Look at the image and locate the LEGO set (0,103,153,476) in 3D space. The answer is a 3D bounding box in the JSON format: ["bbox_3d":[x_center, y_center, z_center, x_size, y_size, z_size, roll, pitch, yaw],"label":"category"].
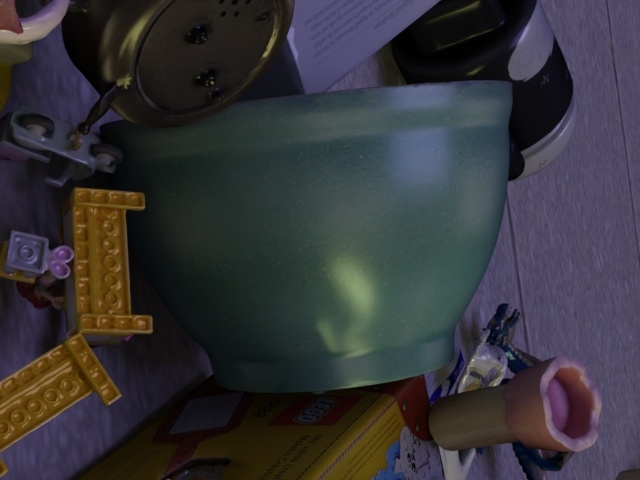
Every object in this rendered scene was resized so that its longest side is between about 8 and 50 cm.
[{"bbox_3d":[-0.188,0.065,0.792,0.132,0.107,0.287,26,61,-18],"label":"LEGO set"}]

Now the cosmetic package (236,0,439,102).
[{"bbox_3d":[-0.033,-0.251,1.026,0.224,0.138,0.225,-42,122,-42],"label":"cosmetic package"}]

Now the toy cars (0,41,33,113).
[{"bbox_3d":[-0.251,-0.051,0.667,0.176,0.087,0.394,65,33,-31],"label":"toy cars"}]

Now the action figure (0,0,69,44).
[{"bbox_3d":[-0.295,-0.025,0.484,0.370,0.248,0.276,-62,177,2],"label":"action figure"}]

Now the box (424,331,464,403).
[{"bbox_3d":[0.080,0.103,1.280,0.126,0.072,0.137,-52,129,-54],"label":"box"}]

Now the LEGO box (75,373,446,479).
[{"bbox_3d":[-0.072,0.343,0.815,0.500,0.193,0.372,-35,116,-59],"label":"LEGO box"}]

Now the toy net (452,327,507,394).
[{"bbox_3d":[0.158,0.168,1.330,0.122,0.045,0.232,-54,166,-44],"label":"toy net"}]

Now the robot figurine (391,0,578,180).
[{"bbox_3d":[0.182,-0.189,1.430,0.209,0.173,0.278,-54,136,-19],"label":"robot figurine"}]

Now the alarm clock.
[{"bbox_3d":[-0.061,-0.135,0.728,0.192,0.064,0.129,-34,149,-19],"label":"alarm clock"}]

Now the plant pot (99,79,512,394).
[{"bbox_3d":[0.000,0.000,0.913,0.293,0.293,0.196,-11,95,-62],"label":"plant pot"}]

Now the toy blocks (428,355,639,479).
[{"bbox_3d":[0.246,0.256,0.867,0.288,0.260,0.309,25,61,-34],"label":"toy blocks"}]

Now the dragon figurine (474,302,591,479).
[{"bbox_3d":[0.237,0.216,1.539,0.085,0.144,0.289,-23,124,-63],"label":"dragon figurine"}]

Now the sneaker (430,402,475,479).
[{"bbox_3d":[0.055,0.186,1.144,0.129,0.111,0.297,-57,150,-10],"label":"sneaker"}]
